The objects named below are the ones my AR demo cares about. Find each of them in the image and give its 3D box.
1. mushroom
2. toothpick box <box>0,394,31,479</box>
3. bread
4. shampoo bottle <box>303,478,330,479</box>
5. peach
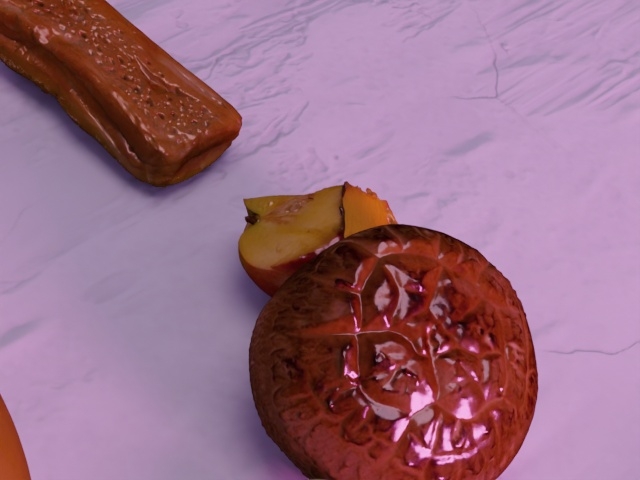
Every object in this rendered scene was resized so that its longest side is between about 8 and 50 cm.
[{"bbox_3d":[0.066,0.105,1.320,0.253,0.153,0.253,7,70,-19],"label":"mushroom"},{"bbox_3d":[-0.373,0.186,0.916,0.409,0.409,0.425,38,41,19],"label":"toothpick box"},{"bbox_3d":[-0.204,-0.162,1.567,0.271,0.077,0.139,39,43,18],"label":"bread"},{"bbox_3d":[-0.011,0.262,1.204,0.079,0.079,0.162,18,44,-1],"label":"shampoo bottle"},{"bbox_3d":[-0.002,0.005,1.443,0.151,0.118,0.151,-16,33,11],"label":"peach"}]
